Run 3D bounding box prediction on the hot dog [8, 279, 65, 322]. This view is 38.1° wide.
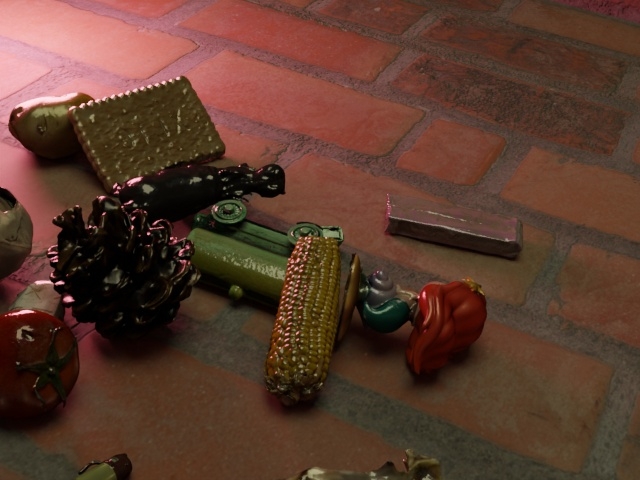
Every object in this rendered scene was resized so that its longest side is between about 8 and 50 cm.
[{"bbox_3d":[-0.483,0.140,1.571,0.099,0.053,0.192,2,38,-6],"label":"hot dog"}]

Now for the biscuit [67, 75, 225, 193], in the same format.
[{"bbox_3d":[-0.378,-0.237,2.051,0.325,0.044,0.217,-27,85,-38],"label":"biscuit"}]

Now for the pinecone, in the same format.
[{"bbox_3d":[-0.338,0.053,1.562,0.243,0.243,0.257,33,1,32],"label":"pinecone"}]

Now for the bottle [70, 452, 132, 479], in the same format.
[{"bbox_3d":[-0.311,0.342,1.322,0.101,0.047,0.063,-29,85,-46],"label":"bottle"}]

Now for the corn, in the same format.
[{"bbox_3d":[-0.022,0.128,1.558,0.115,0.115,0.317,9,59,2],"label":"corn"}]

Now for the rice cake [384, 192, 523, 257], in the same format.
[{"bbox_3d":[0.278,-0.031,1.960,0.298,0.050,0.106,12,34,6],"label":"rice cake"}]

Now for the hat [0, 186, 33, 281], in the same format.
[{"bbox_3d":[-0.639,0.022,1.637,0.275,0.161,0.232,-32,35,-12],"label":"hat"}]

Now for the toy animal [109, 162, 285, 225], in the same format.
[{"bbox_3d":[-0.250,-0.104,1.873,0.343,0.106,0.168,-14,13,-19],"label":"toy animal"}]

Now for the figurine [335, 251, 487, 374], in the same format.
[{"bbox_3d":[0.162,0.134,1.615,0.257,0.181,0.208,11,-3,3],"label":"figurine"}]

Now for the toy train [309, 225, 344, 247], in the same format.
[{"bbox_3d":[0.000,0.000,1.857,0.093,0.056,0.038,-1,53,-13],"label":"toy train"}]

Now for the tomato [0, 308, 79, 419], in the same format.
[{"bbox_3d":[-0.456,0.191,1.421,0.167,0.167,0.167,5,35,-4],"label":"tomato"}]

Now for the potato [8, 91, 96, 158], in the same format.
[{"bbox_3d":[-0.580,-0.257,2.044,0.200,0.137,0.154,-12,39,-25],"label":"potato"}]

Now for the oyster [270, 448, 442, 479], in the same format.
[{"bbox_3d":[0.028,0.400,1.252,0.271,0.100,0.275,15,58,2],"label":"oyster"}]

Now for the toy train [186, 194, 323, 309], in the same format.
[{"bbox_3d":[-0.123,0.027,1.734,0.307,0.126,0.189,19,37,15],"label":"toy train"}]
